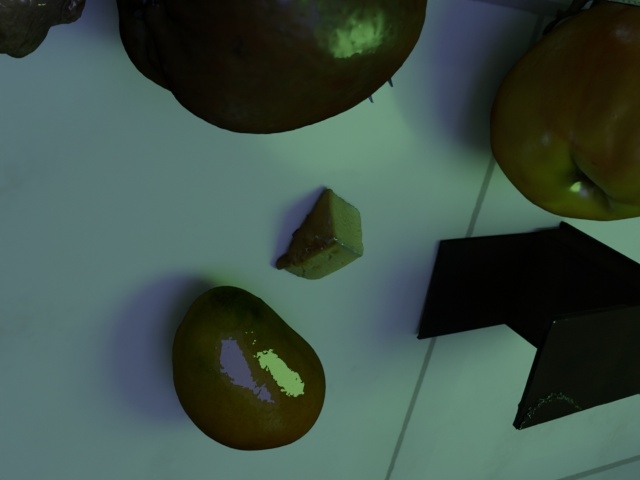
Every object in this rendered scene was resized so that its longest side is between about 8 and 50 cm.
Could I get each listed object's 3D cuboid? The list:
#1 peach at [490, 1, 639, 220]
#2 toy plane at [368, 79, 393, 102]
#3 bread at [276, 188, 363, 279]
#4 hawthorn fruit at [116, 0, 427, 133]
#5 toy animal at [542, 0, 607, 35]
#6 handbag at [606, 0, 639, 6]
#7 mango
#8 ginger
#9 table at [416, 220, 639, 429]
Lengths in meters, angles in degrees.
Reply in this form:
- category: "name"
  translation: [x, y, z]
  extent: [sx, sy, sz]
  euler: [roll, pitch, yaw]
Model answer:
- category: "peach"
  translation: [0.391, -0.178, 0.978]
  extent: [0.289, 0.289, 0.308]
  euler: [48, 61, -41]
- category: "toy plane"
  translation: [0.056, -0.209, 0.898]
  extent: [0.084, 0.024, 0.078]
  euler: [-2, 99, -33]
- category: "bread"
  translation: [0.000, 0.000, 0.990]
  extent: [0.109, 0.080, 0.084]
  euler: [-30, 140, 32]
- category: "hawthorn fruit"
  translation: [-0.027, -0.233, 0.671]
  extent: [0.301, 0.268, 0.268]
  euler: [-13, 123, -29]
- category: "toy animal"
  translation: [0.392, -0.362, 1.005]
  extent: [0.220, 0.086, 0.069]
  euler: [-41, 131, 18]
- category: "handbag"
  translation: [0.268, -0.422, 0.741]
  extent: [0.160, 0.237, 0.358]
  euler: [-47, 141, 1]
- category: "mango"
  translation: [-0.100, 0.176, 0.951]
  extent: [0.175, 0.139, 0.254]
  euler: [-52, 125, -13]
- category: "ginger"
  translation: [-0.272, -0.230, 0.638]
  extent: [0.137, 0.074, 0.213]
  euler: [28, 95, -35]
- category: "table"
  translation: [0.346, 0.116, 1.135]
  extent: [0.282, 0.250, 0.196]
  euler: [-5, 120, -30]
